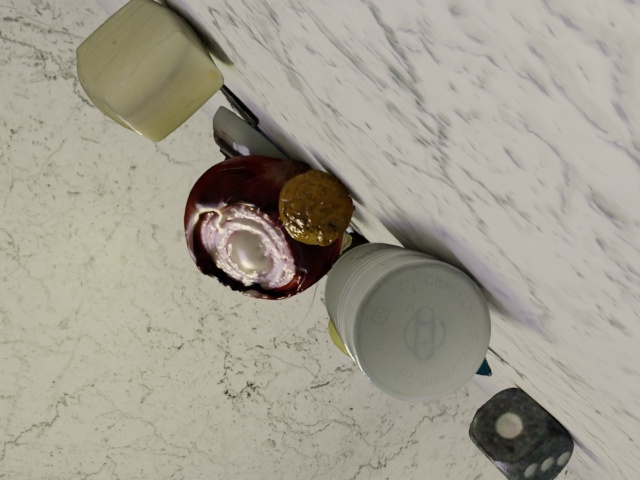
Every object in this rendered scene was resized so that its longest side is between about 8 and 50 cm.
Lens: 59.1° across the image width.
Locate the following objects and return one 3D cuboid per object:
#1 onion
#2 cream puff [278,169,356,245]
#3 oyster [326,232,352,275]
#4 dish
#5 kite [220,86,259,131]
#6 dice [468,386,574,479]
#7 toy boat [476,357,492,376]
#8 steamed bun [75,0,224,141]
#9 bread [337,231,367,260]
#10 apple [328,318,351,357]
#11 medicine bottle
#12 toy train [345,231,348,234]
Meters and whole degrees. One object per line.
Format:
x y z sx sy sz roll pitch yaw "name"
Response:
-0.112 -0.030 1.233 0.341 0.341 0.341 45 179 1 "onion"
-0.006 -0.057 0.986 0.143 0.126 0.103 36 167 -23 "cream puff"
0.000 0.000 1.435 0.163 0.191 0.081 8 -156 20 "oyster"
-0.183 -0.197 1.412 0.273 0.134 0.273 39 178 2 "dish"
-0.188 -0.303 1.337 0.152 0.015 0.285 47 178 3 "kite"
0.493 0.491 1.394 0.183 0.182 0.181 47 179 -35 "dice"
0.275 0.207 1.287 0.299 0.096 0.061 41 -172 33 "toy boat"
-0.278 -0.273 0.931 0.250 0.200 0.155 47 -178 38 "steamed bun"
0.170 0.141 1.580 0.366 0.129 0.382 45 179 -24 "bread"
0.180 0.244 1.909 0.257 0.295 0.234 24 130 29 "apple"
0.113 0.104 0.857 0.190 0.190 0.332 45 179 -5 "medicine bottle"
0.051 -0.002 1.874 0.131 0.083 0.204 45 177 -27 "toy train"
